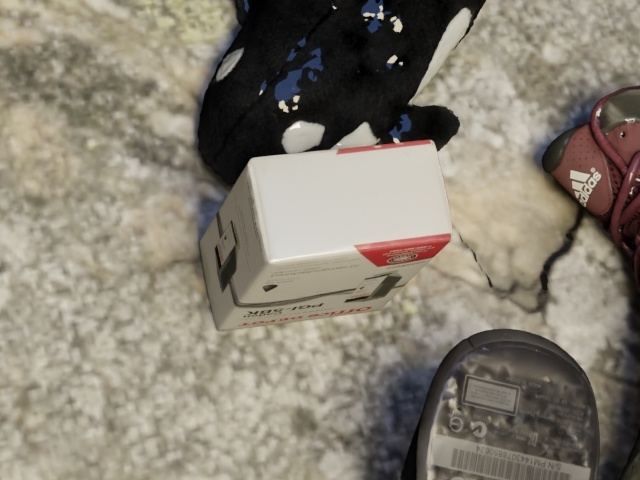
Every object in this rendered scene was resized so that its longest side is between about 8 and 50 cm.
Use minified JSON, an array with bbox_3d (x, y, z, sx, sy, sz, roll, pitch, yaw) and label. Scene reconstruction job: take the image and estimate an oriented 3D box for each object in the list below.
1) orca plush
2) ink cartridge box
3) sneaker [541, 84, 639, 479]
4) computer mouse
[{"bbox_3d":[0.056,-0.135,1.054,0.287,0.102,0.151,-23,77,-21],"label":"orca plush"},{"bbox_3d":[0.000,0.000,0.971,0.099,0.135,0.056,-7,75,-16],"label":"ink cartridge box"},{"bbox_3d":[0.180,0.017,1.038,0.163,0.106,0.281,30,55,4],"label":"sneaker"},{"bbox_3d":[0.037,0.168,0.904,0.184,0.060,0.262,8,78,-15],"label":"computer mouse"}]
